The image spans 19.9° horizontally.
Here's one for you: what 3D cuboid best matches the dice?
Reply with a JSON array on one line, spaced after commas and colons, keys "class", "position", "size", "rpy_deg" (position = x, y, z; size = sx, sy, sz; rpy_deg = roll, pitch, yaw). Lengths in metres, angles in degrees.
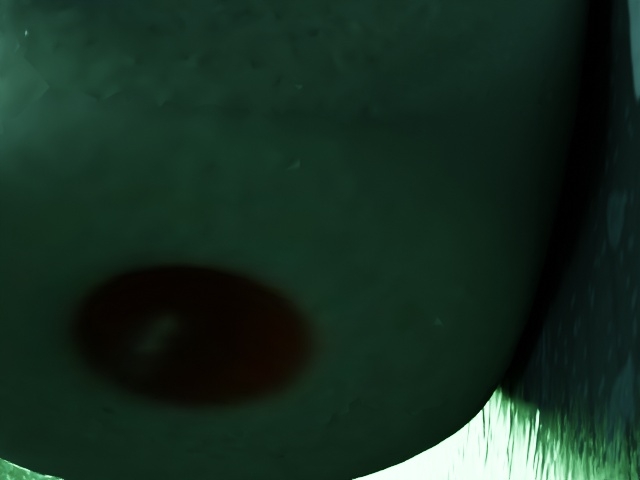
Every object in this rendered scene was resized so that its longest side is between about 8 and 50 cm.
[{"class": "dice", "position": [-0.043, -0.082, 0.810], "size": [0.304, 0.277, 0.304], "rpy_deg": [99, 175, -55]}]
